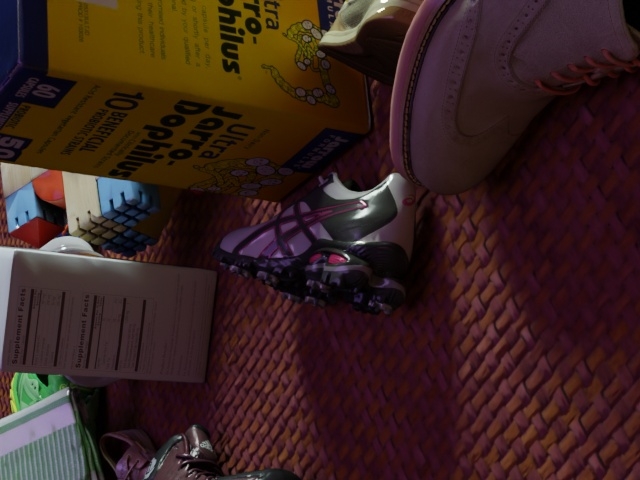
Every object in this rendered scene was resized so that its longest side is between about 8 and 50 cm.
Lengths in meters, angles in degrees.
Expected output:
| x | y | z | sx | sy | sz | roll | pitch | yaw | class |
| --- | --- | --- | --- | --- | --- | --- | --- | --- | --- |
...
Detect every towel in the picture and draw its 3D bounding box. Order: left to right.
| x | y | z | sx | sy | sz | roll | pitch | yaw | class |
| --- | --- | --- | --- | --- | --- | --- | --- | --- | --- |
| -0.347 | 0.372 | 1.643 | 0.248 | 0.038 | 0.325 | -25 | 74 | 22 | towel |

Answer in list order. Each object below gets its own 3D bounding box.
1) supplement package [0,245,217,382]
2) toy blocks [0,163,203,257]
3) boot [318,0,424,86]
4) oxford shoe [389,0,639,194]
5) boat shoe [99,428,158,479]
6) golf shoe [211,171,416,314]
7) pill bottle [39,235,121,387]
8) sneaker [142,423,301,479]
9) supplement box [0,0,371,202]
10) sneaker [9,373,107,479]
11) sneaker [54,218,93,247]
| x | y | z | sx | sy | sz | roll | pitch | yaw | class |
| --- | --- | --- | --- | --- | --- | --- | --- | --- | --- |
| -0.261 | 0.084 | 1.522 | 0.139 | 0.244 | 0.134 | 4 | 87 | 58 | supplement package |
| -0.238 | -0.107 | 1.563 | 0.381 | 0.191 | 0.261 | -27 | 60 | 26 | toy blocks |
| 0.084 | -0.248 | 1.171 | 0.262 | 0.095 | 0.203 | 166 | 125 | -81 | boot |
| 0.173 | -0.157 | 0.973 | 0.146 | 0.140 | 0.397 | 54 | 138 | 27 | oxford shoe |
| -0.217 | 0.273 | 1.587 | 0.170 | 0.059 | 0.063 | 25 | 105 | 58 | boat shoe |
| 0.000 | 0.000 | 1.276 | 0.273 | 0.105 | 0.120 | 4 | 71 | 53 | golf shoe |
| -0.306 | 0.085 | 1.718 | 0.208 | 0.118 | 0.117 | 52 | 127 | 49 | pill bottle |
| -0.118 | 0.249 | 1.397 | 0.281 | 0.106 | 0.162 | -30 | 36 | 36 | sneaker |
| -0.157 | -0.179 | 1.298 | 0.194 | 0.356 | 0.195 | -35 | 55 | 51 | supplement box |
| -0.345 | 0.238 | 1.757 | 0.123 | 0.109 | 0.295 | -64 | 37 | 29 | sneaker |
| -0.377 | -0.029 | 1.888 | 0.221 | 0.087 | 0.083 | 11 | 94 | 59 | sneaker |
